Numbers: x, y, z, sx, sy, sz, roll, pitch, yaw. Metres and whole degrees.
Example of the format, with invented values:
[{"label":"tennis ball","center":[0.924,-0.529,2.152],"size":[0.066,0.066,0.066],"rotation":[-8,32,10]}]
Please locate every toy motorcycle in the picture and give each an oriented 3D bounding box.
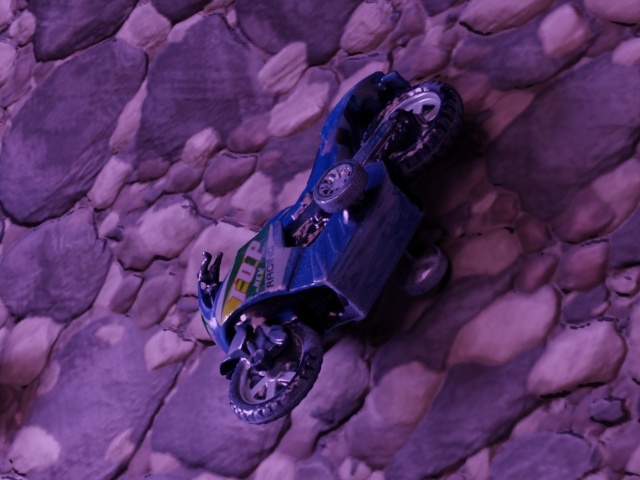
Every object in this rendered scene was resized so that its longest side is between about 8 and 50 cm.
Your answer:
[{"label":"toy motorcycle","center":[0.000,0.000,1.151],"size":[0.135,0.092,0.254],"rotation":[4,58,53]}]
